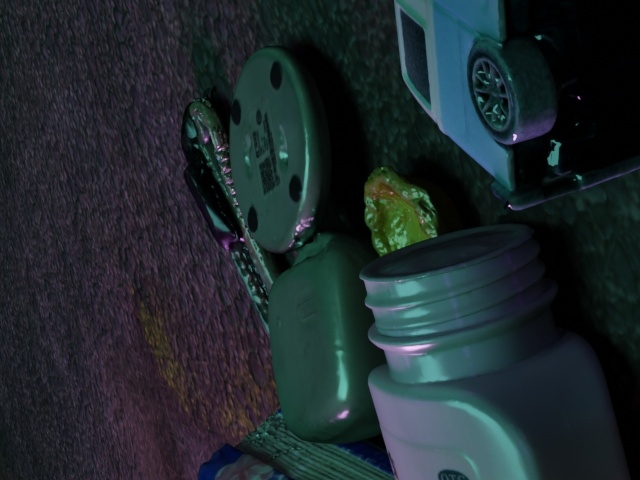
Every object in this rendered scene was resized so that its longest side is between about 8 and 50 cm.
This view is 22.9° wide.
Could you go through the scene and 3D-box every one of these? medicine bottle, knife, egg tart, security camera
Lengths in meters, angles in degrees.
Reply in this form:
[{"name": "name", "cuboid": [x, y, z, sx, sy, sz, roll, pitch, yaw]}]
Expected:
[{"name": "medicine bottle", "cuboid": [0.117, 0.157, 0.970, 0.179, 0.124, 0.324, 8, 114, 65]}, {"name": "knife", "cuboid": [-0.046, 0.042, 1.358, 0.365, 0.043, 0.089, 65, 163, 10]}, {"name": "egg tart", "cuboid": [0.066, -0.007, 1.059, 0.105, 0.039, 0.105, 49, 149, 43]}, {"name": "security camera", "cuboid": [0.000, 0.000, 1.179, 0.157, 0.080, 0.301, 146, 114, -63]}]

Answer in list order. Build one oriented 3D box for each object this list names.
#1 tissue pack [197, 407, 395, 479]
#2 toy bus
[{"name": "tissue pack", "cuboid": [0.028, 0.260, 1.208, 0.270, 0.137, 0.209, 18, 132, 60]}, {"name": "toy bus", "cuboid": [0.099, -0.174, 0.728, 0.165, 0.133, 0.271, -133, 29, -53]}]
